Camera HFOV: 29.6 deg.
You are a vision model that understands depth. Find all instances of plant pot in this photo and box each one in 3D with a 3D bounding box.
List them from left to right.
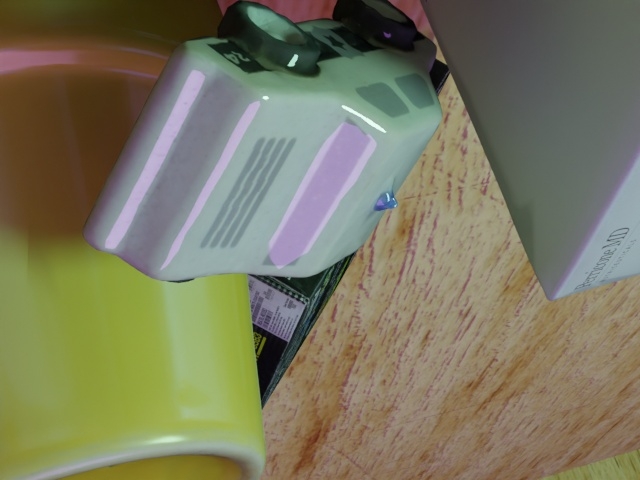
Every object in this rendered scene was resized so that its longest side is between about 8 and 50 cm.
[{"bbox_3d":[-0.137,0.017,0.558,0.254,0.239,0.254,-16,156,-7],"label":"plant pot"}]

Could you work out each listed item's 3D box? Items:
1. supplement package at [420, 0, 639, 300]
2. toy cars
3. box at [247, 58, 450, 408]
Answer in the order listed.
[{"bbox_3d":[0.150,-0.128,0.506,0.145,0.204,0.262,-15,157,-9],"label":"supplement package"},{"bbox_3d":[0.002,-0.065,0.362,0.176,0.087,0.394,-50,167,-15],"label":"toy cars"},{"bbox_3d":[0.000,0.000,0.734,0.045,0.184,0.191,28,150,2],"label":"box"}]
